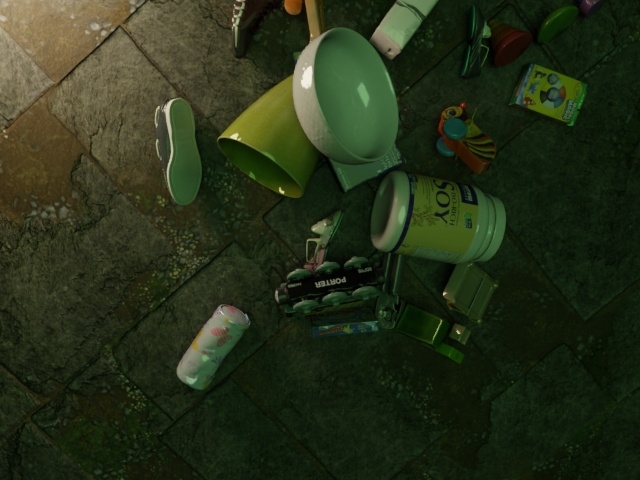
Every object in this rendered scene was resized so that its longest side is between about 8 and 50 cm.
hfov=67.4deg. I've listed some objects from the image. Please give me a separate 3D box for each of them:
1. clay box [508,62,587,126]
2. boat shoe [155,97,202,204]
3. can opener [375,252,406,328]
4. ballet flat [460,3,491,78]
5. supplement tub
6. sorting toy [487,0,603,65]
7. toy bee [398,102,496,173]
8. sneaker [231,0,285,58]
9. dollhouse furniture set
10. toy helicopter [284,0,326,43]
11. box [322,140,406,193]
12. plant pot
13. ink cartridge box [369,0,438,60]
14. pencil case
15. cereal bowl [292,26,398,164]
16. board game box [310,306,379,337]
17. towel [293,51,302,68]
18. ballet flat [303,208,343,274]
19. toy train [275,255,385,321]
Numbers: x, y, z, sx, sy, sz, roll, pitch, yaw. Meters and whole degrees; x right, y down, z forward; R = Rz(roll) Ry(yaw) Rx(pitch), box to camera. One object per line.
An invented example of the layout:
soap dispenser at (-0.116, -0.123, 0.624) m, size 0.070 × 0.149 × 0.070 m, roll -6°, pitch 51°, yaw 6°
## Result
clay box at (0.703, -0.439, 1.459) m, size 0.222 × 0.053 × 0.127 m, roll 17°, pitch 99°, yaw -6°
boat shoe at (-0.417, -0.256, 1.397) m, size 0.114 × 0.091 × 0.302 m, roll -7°, pitch 104°, yaw -48°
can opener at (0.234, 0.144, 1.536) m, size 0.076 × 0.095 × 0.283 m, roll 14°, pitch 98°, yaw 38°
ballet flat at (0.460, -0.580, 1.408) m, size 0.074 × 0.074 × 0.203 m, roll 2°, pitch 107°, yaw -5°
supplement tub at (0.335, -0.061, 1.403) m, size 0.332 × 0.241 × 0.240 m, roll 9°, pitch 100°, yaw -10°
sorting toy at (0.640, -0.656, 1.407) m, size 0.366 × 0.127 × 0.126 m, roll -29°, pitch 72°, yaw -1°
toy bee at (0.406, -0.336, 1.405) m, size 0.162 × 0.195 × 0.298 m, roll -41°, pitch 90°, yaw -21°
sneaker at (-0.156, -0.642, 1.336) m, size 0.163 × 0.106 × 0.281 m, roll 8°, pitch 99°, yaw -9°
dollhouse furniture set at (0.411, 0.211, 1.546) m, size 0.198 × 0.151 × 0.301 m, roll 35°, pitch 79°, yaw -37°
toy helicopter at (-0.023, -0.663, 1.289) m, size 0.140 × 0.235 × 0.354 m, roll 1°, pitch 118°, yaw 21°
box at (0.123, -0.253, 1.425) m, size 0.207 × 0.108 × 0.153 m, roll -28°, pitch 102°, yaw 1°
plant pot at (-0.089, -0.315, 1.336) m, size 0.275 × 0.275 × 0.293 m, roll 33°, pitch 78°, yaw -9°
ink cartridge box at (0.243, -0.631, 1.335) m, size 0.093 × 0.160 × 0.219 m, roll 36°, pitch 95°, yaw -8°
pencil case at (-0.333, 0.333, 1.499) m, size 0.124 × 0.113 × 0.273 m, roll 31°, pitch 97°, yaw -19°
cereal bowl at (0.050, -0.349, 1.223) m, size 0.141 × 0.339 × 0.338 m, roll -10°, pitch 106°, yaw 43°
board game box at (0.071, 0.253, 1.501) m, size 0.202 × 0.136 × 0.035 m, roll -5°, pitch 101°, yaw -4°
towel at (-0.046, -0.513, 1.413) m, size 0.060 × 0.009 × 0.083 m, roll -7°, pitch 101°, yaw -2°
ballet flat at (0.000, 0.000, 1.483) m, size 0.079 × 0.077 × 0.221 m, roll 19°, pitch 103°, yaw -4°
toy train at (0.029, 0.153, 1.459) m, size 0.334 × 0.190 × 0.142 m, roll -11°, pitch 66°, yaw -8°
